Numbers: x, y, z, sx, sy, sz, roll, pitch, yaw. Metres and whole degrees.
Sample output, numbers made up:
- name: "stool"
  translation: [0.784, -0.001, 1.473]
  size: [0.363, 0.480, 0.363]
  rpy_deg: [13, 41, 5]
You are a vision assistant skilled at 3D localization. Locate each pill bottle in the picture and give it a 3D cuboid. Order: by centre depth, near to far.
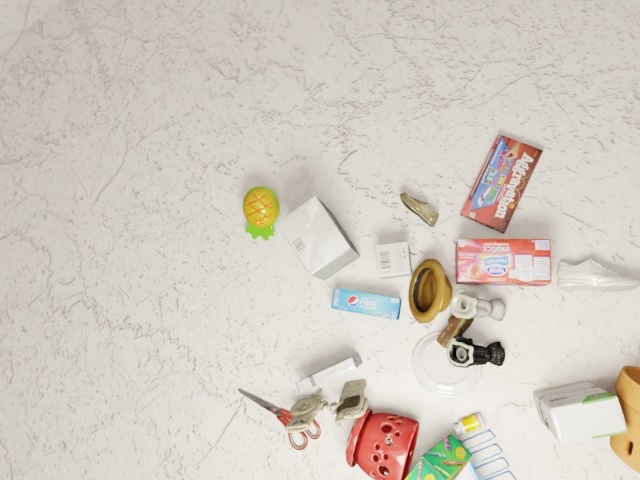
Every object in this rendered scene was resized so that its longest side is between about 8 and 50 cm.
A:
- name: "pill bottle"
  translation: [0.429, 0.534, 1.424]
  size: [0.083, 0.043, 0.044]
  rpy_deg: [-24, 76, 7]

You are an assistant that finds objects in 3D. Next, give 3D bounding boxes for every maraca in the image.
- name: "maraca"
  translation: [-0.200, -0.090, 1.652]
  size: [0.127, 0.099, 0.186]
  rpy_deg: [7, 107, 12]

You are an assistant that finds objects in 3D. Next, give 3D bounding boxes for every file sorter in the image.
- name: "file sorter"
  translation: [0.468, 0.631, 1.362]
  size: [0.104, 0.118, 0.171]
  rpy_deg: [-25, 76, 5]

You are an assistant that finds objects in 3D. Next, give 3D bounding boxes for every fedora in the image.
- name: "fedora"
  translation: [0.339, 0.154, 1.474]
  size: [0.079, 0.194, 0.195]
  rpy_deg: [11, 81, -23]

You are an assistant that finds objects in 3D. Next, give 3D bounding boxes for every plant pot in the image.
- name: "plant pot"
  translation: [0.869, 0.477, 1.230]
  size: [0.290, 0.291, 0.204]
  rpy_deg: [21, 103, 15]
- name: "plant pot"
  translation: [0.175, 0.580, 1.402]
  size: [0.174, 0.191, 0.191]
  rpy_deg: [16, 84, 20]

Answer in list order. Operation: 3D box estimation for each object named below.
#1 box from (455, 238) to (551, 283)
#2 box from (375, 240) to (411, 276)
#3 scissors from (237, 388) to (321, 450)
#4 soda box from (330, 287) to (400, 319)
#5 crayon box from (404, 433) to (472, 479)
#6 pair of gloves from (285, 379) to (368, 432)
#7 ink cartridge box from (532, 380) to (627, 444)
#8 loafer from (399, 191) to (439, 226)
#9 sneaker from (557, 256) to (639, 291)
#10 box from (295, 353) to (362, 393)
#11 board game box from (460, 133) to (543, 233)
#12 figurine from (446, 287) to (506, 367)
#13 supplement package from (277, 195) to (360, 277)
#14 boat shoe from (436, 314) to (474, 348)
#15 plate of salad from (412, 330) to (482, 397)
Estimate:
- name: "box"
  translation: [0.527, 0.066, 1.441]
  size: [0.256, 0.122, 0.128]
  rpy_deg: [0, 80, 13]
- name: "box"
  translation: [0.228, 0.063, 1.529]
  size: [0.101, 0.087, 0.101]
  rpy_deg: [-7, 79, 11]
- name: "scissors"
  translation: [-0.130, 0.538, 1.567]
  size: [0.297, 0.021, 0.109]
  rpy_deg: [40, 93, 17]
- name: "soda box"
  translation: [0.143, 0.197, 1.533]
  size: [0.209, 0.071, 0.067]
  rpy_deg: [8, 82, 14]
- name: "crayon box"
  translation: [0.275, 0.666, 1.317]
  size: [0.081, 0.165, 0.279]
  rpy_deg: [40, 117, 31]
- name: "pair of gloves"
  translation: [0.026, 0.493, 1.449]
  size: [0.239, 0.204, 0.042]
  rpy_deg: [-16, 99, 8]
- name: "ink cartridge box"
  translation: [0.670, 0.446, 1.295]
  size: [0.160, 0.219, 0.093]
  rpy_deg: [-15, 81, 11]
- name: "loafer"
  translation: [0.314, -0.105, 1.558]
  size: [0.148, 0.056, 0.050]
  rpy_deg: [43, 91, 6]
- name: "sneaker"
  translation: [0.792, 0.094, 1.405]
  size: [0.212, 0.080, 0.094]
  rpy_deg: [2, 69, 14]
- name: "box"
  translation: [0.029, 0.400, 1.487]
  size: [0.186, 0.145, 0.038]
  rpy_deg: [-26, 77, 8]
- name: "board game box"
  translation: [0.560, -0.177, 1.526]
  size: [0.145, 0.027, 0.282]
  rpy_deg: [25, 87, 14]
- name: "figurine"
  translation: [0.461, 0.253, 1.403]
  size: [0.092, 0.209, 0.215]
  rpy_deg: [-6, 76, 52]
- name: "supplement package"
  translation: [0.000, 0.000, 1.532]
  size: [0.149, 0.203, 0.194]
  rpy_deg: [-34, 74, 6]
- name: "boat shoe"
  translation: [0.407, 0.242, 1.461]
  size: [0.060, 0.064, 0.178]
  rpy_deg: [24, 69, 38]
- name: "plate of salad"
  translation: [0.373, 0.366, 1.460]
  size: [0.199, 0.048, 0.200]
  rpy_deg: [-7, 57, 11]
